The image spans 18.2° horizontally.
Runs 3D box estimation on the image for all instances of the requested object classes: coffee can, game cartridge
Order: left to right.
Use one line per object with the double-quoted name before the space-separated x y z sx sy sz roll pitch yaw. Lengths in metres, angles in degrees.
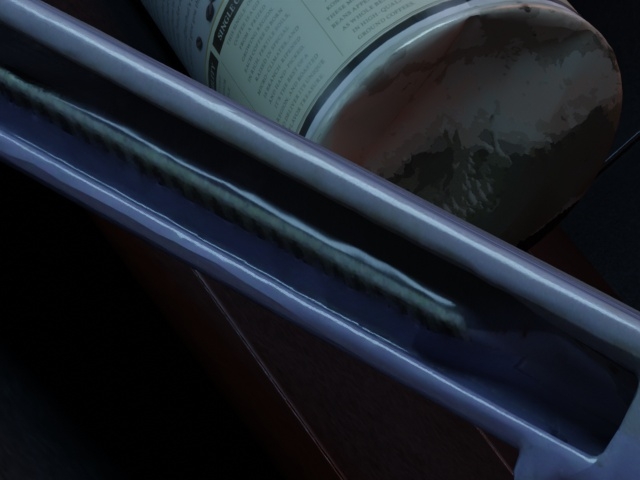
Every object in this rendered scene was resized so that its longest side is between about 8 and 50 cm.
"game cartridge" 0.000 0.000 0.643 0.355 0.068 0.230 28 -1 18
"coffee can" 0.019 -0.129 1.165 0.201 0.201 0.275 38 14 -48
